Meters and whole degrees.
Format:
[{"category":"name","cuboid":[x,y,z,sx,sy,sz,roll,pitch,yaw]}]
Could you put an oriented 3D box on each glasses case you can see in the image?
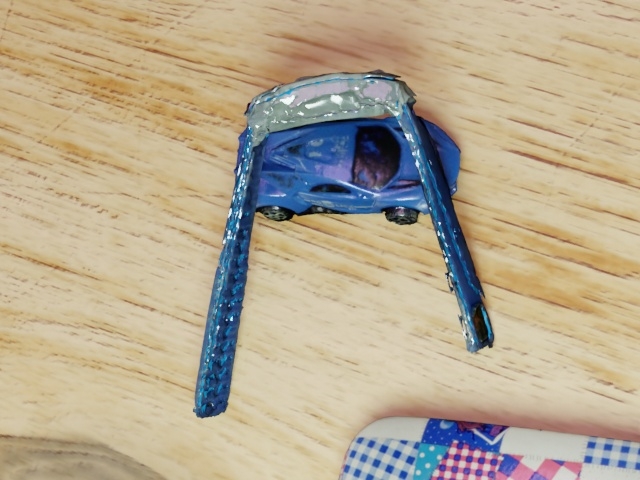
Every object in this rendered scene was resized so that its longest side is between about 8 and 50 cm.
[{"category":"glasses case","cuboid":[0.172,0.218,1.318,0.327,0.076,0.125,5,73,18]}]

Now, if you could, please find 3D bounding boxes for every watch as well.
[{"category":"watch","cuboid":[-0.013,-0.003,1.414,0.276,0.068,0.274,-15,95,11]}]

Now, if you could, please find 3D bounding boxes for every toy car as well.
[{"category":"toy car","cuboid":[0.021,-0.071,1.467,0.216,0.063,0.103,1,73,18]}]
